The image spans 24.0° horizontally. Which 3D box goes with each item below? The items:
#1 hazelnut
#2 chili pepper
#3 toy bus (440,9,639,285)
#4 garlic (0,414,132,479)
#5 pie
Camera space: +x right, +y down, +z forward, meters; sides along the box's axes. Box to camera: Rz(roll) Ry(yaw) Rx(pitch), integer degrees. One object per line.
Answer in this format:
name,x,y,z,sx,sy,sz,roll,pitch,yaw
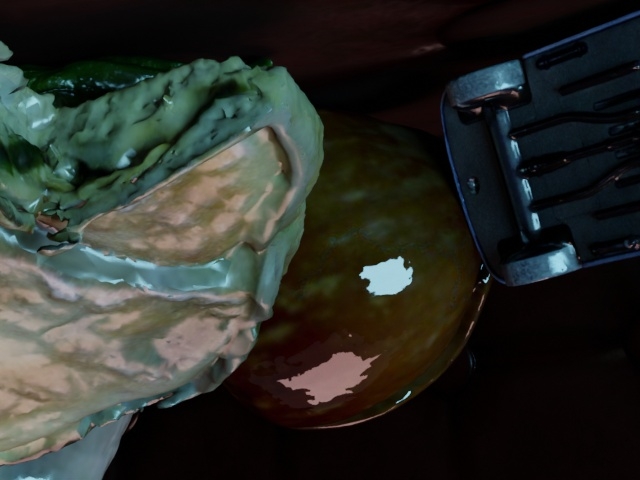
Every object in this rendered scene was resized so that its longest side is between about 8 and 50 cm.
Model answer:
hazelnut,0.000,0.000,0.946,0.218,0.218,0.234,-7,-153,-14
chili pepper,-0.098,-0.065,0.726,0.182,0.050,0.073,-9,170,-18
toy bus,0.195,-0.063,0.773,0.133,0.125,0.292,-16,180,-37
garlic,-0.261,0.049,0.993,0.231,0.246,0.340,-33,-151,-30
pie,-0.161,0.004,0.665,0.338,0.075,0.337,-8,145,-6
